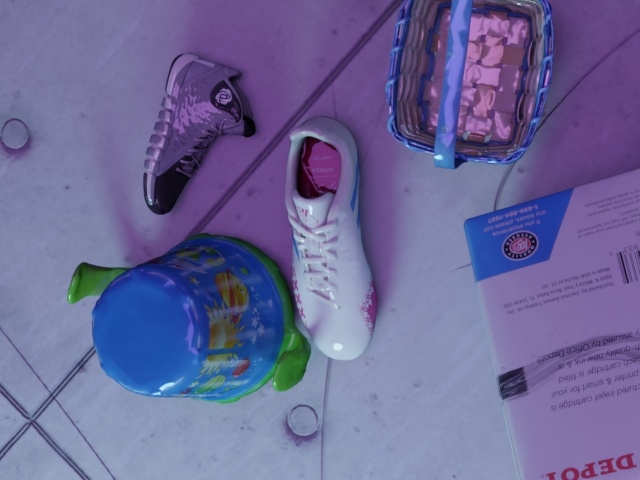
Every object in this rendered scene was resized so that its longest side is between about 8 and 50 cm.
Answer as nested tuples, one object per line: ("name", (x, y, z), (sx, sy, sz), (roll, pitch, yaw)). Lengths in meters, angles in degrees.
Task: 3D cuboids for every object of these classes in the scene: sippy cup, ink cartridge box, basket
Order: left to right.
("sippy cup", (-0.181, 0.112, 1.916), (0.306, 0.224, 0.240), (-17, 86, 21))
("basket", (0.183, -0.218, 1.773), (0.201, 0.289, 0.254), (10, 96, 15))
("ink cartridge box", (0.361, 0.137, 1.738), (0.286, 0.166, 0.394), (-16, 66, 16))

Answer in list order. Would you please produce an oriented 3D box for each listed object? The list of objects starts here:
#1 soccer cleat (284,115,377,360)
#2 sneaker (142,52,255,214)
("soccer cleat", (0.000, 0.000, 1.912), (0.116, 0.143, 0.331), (-6, 91, 16))
("sneaker", (-0.160, -0.137, 1.984), (0.132, 0.086, 0.228), (14, 95, 13))
